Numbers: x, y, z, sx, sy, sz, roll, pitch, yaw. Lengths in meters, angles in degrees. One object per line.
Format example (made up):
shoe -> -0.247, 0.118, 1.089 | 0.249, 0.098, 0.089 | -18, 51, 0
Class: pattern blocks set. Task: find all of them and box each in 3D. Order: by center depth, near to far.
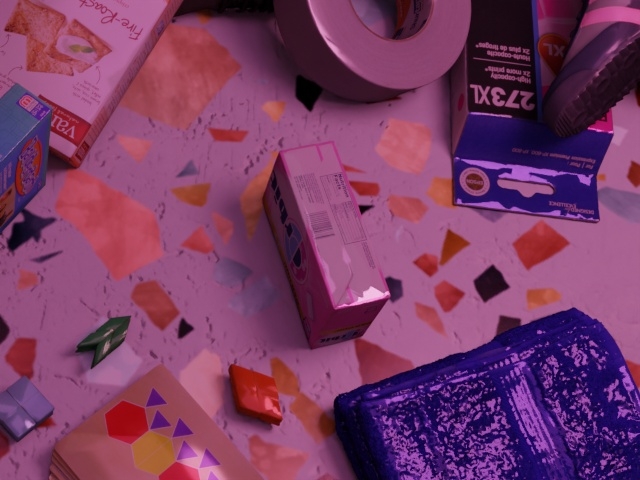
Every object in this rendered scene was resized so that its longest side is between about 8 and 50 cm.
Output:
pattern blocks set -> -0.146, 0.225, 1.288 | 0.285, 0.026, 0.325 | -29, 75, -25

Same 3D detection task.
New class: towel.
towel -> 0.188, 0.203, 1.356 | 0.308, 0.076, 0.228 | -18, 70, -21

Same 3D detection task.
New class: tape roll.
tape roll -> 0.058, -0.266, 1.505 | 0.219, 0.072, 0.219 | 5, 80, -31

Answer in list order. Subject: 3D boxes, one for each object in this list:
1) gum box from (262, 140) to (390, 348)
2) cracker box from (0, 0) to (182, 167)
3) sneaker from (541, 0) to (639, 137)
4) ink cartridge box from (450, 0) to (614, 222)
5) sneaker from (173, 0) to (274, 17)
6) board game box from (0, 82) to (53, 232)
gum box -> 0.000, 0.000, 1.387 | 0.062, 0.107, 0.188 | -12, 68, -19
cracker box -> -0.258, -0.214, 1.406 | 0.155, 0.067, 0.232 | 30, 83, 1
sneaker -> 0.324, -0.258, 1.507 | 0.131, 0.112, 0.319 | 37, 82, 24
ink cartridge box -> 0.239, -0.206, 1.576 | 0.175, 0.069, 0.371 | 7, 66, -11
sneaker -> -0.071, -0.301, 1.519 | 0.267, 0.101, 0.106 | -30, 78, -24
board game box -> -0.337, -0.029, 1.287 | 0.047, 0.160, 0.210 | 36, 61, 5
